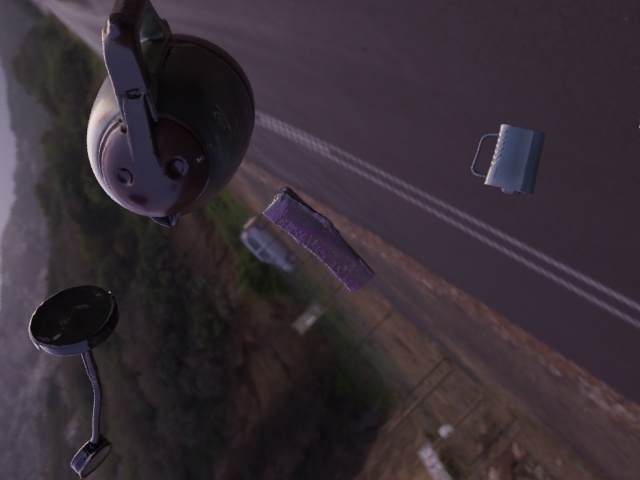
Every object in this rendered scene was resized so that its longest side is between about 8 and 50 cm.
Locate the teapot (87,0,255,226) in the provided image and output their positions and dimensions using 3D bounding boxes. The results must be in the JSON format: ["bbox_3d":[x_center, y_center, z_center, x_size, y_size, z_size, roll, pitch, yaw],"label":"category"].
[{"bbox_3d":[-0.222,-0.183,1.202,0.312,0.233,0.315,-94,-9,-66],"label":"teapot"}]

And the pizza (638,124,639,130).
[{"bbox_3d":[0.643,-0.047,1.092,0.405,0.130,0.440,7,-145,-28],"label":"pizza"}]

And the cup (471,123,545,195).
[{"bbox_3d":[0.365,-0.158,1.695,0.128,0.130,0.095,15,-174,17],"label":"cup"}]

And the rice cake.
[{"bbox_3d":[0.000,0.000,1.026,0.036,0.047,0.206,45,180,43],"label":"rice cake"}]

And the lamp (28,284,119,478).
[{"bbox_3d":[-0.337,0.196,1.216,0.108,0.130,0.371,34,146,15],"label":"lamp"}]
